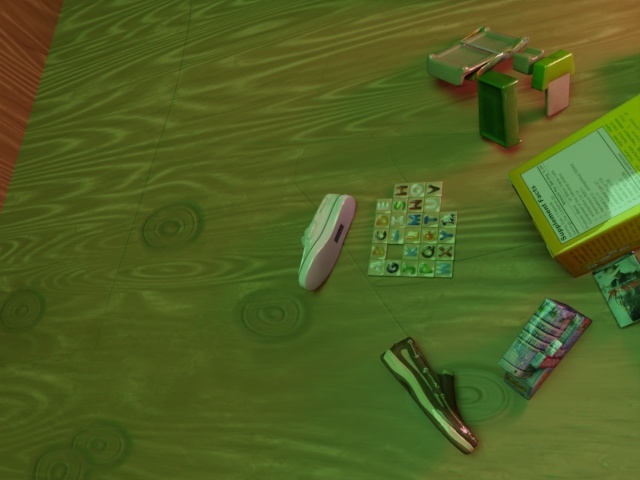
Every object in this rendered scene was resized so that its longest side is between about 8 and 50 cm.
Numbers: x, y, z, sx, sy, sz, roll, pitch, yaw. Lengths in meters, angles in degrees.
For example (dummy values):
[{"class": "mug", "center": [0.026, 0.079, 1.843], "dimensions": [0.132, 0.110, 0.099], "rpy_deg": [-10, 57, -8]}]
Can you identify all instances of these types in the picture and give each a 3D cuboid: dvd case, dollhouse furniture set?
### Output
[{"class": "dvd case", "center": [0.575, 0.092, 1.015], "dimensions": [0.087, 0.013, 0.119], "rpy_deg": [-42, 50, 42]}, {"class": "dollhouse furniture set", "center": [0.414, -0.373, 1.283], "dimensions": [0.198, 0.151, 0.301], "rpy_deg": [-29, 39, -11]}]

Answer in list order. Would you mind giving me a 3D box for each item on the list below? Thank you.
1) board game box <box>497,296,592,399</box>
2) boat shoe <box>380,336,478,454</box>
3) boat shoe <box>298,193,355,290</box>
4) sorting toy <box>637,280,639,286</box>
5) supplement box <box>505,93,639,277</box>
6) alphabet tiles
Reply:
[{"class": "board game box", "center": [0.403, 0.205, 0.997], "dimensions": [0.060, 0.194, 0.194], "rpy_deg": [38, 103, 34]}, {"class": "boat shoe", "center": [0.229, 0.294, 1.077], "dimensions": [0.095, 0.095, 0.257], "rpy_deg": [-41, 57, -2]}, {"class": "boat shoe", "center": [0.000, 0.000, 1.321], "dimensions": [0.084, 0.095, 0.258], "rpy_deg": [14, 65, 34]}, {"class": "sorting toy", "center": [0.689, 0.166, 0.919], "dimensions": [0.196, 0.047, 0.347], "rpy_deg": [-40, 54, 31]}, {"class": "supplement box", "center": [0.564, -0.111, 0.984], "dimensions": [0.357, 0.195, 0.194], "rpy_deg": [-32, 58, 24]}, {"class": "alphabet tiles", "center": [0.218, -0.028, 1.266], "dimensions": [0.199, 0.009, 0.237], "rpy_deg": [0, 70, 26]}]
